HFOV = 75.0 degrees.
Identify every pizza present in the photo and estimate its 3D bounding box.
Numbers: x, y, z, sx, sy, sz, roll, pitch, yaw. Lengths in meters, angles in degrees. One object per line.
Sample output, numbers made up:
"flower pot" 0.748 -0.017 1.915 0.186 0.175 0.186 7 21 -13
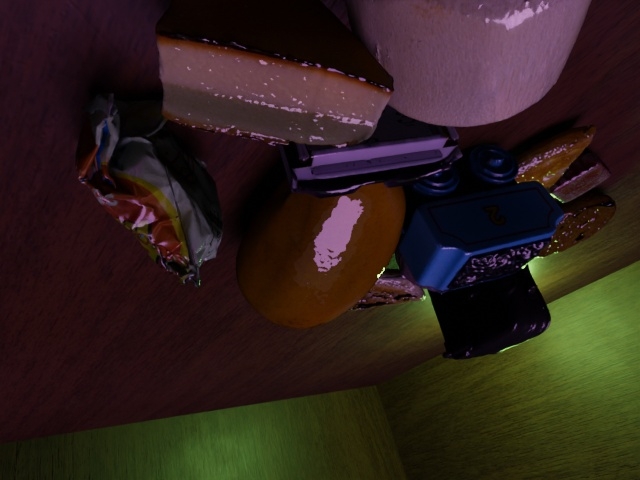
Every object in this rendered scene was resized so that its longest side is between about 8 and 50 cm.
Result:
"pizza" 0.500 -0.167 0.977 0.197 0.058 0.292 8 144 -42

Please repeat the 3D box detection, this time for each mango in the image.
"mango" 0.000 0.000 0.807 0.299 0.232 0.446 1 137 -24

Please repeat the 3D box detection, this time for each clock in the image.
"clock" 0.050 -0.165 0.580 0.253 0.187 0.083 -10 156 -15

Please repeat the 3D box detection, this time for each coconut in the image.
"coconut" 0.146 -0.249 0.435 0.244 0.245 0.247 -18 153 -1

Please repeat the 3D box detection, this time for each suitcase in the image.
"suitcase" 0.451 0.137 1.187 0.188 0.346 0.339 1 149 -19

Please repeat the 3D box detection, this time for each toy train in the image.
"toy train" 0.299 -0.043 0.857 0.300 0.265 0.188 -12 148 -15

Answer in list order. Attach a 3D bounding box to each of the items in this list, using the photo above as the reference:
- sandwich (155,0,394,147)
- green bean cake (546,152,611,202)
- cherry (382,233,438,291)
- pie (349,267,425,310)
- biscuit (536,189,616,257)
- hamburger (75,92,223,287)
"sandwich" -0.044 -0.203 0.450 0.219 0.186 0.108 9 144 -11
"green bean cake" 0.662 -0.163 1.080 0.135 0.057 0.135 11 139 -43
"cherry" 0.296 0.033 1.078 0.266 0.184 0.213 -42 160 15
"pie" 0.160 0.156 1.266 0.338 0.077 0.339 0 159 0
"biscuit" 0.786 -0.051 1.334 0.295 0.075 0.296 -12 146 -8
"hamburger" -0.213 -0.075 0.583 0.150 0.261 0.276 -37 -170 -14
